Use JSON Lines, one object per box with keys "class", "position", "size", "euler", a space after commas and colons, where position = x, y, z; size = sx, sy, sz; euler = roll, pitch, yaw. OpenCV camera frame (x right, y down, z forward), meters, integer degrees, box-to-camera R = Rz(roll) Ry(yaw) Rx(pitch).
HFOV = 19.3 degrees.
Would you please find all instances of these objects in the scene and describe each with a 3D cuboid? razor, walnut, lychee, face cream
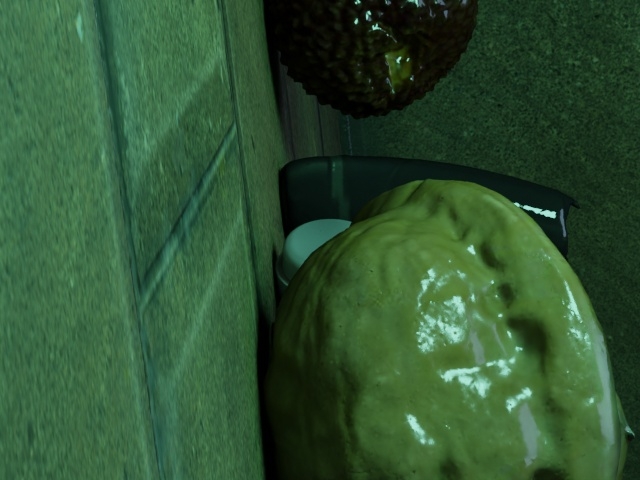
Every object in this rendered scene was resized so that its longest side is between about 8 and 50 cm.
{"class": "razor", "position": [0.126, -0.034, 2.207], "size": [0.204, 0.349, 0.114], "euler": [60, 36, -86]}
{"class": "walnut", "position": [0.113, 0.152, 1.755], "size": [0.383, 0.383, 0.384], "euler": [-6, 90, -86]}
{"class": "lychee", "position": [0.052, -0.284, 2.228], "size": [0.267, 0.267, 0.268], "euler": [-6, 90, -86]}
{"class": "face cream", "position": [0.011, 0.043, 1.983], "size": [0.117, 0.117, 0.104], "euler": [-90, -179, -58]}

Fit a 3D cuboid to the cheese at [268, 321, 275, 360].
{"class": "cheese", "position": [-0.020, 0.171, 1.908], "size": [0.256, 0.037, 0.106], "euler": [68, 16, -56]}
